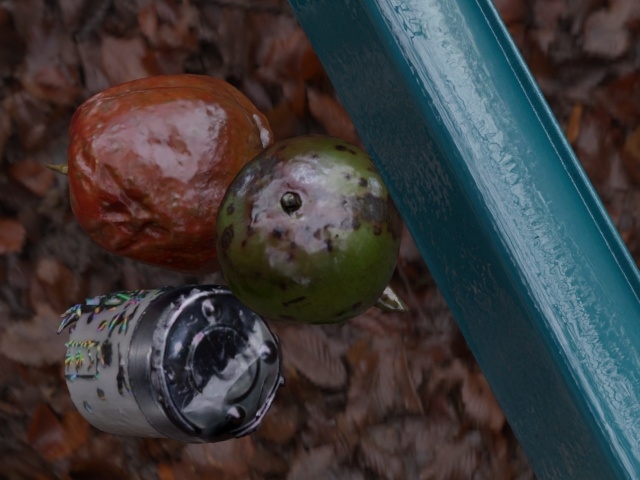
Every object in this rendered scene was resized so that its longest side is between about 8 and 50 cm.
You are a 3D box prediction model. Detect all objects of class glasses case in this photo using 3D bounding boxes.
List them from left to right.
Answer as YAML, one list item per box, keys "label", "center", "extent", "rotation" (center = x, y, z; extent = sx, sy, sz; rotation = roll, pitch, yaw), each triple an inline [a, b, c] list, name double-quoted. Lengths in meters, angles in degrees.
- label: "glasses case"
  center: [0.079, -0.017, 0.649]
  extent: [0.070, 0.117, 0.301]
  rotation: [-25, 84, -11]

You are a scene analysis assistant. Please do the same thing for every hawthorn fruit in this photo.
- label: "hawthorn fruit"
  center: [-0.177, -0.081, 1.839]
  extent: [0.262, 0.258, 0.258]
  rotation: [2, 64, -21]

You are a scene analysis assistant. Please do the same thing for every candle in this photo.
- label: "candle"
  center: [-0.206, 0.144, 1.832]
  extent: [0.330, 0.187, 0.187]
  rotation: [-4, 57, 50]

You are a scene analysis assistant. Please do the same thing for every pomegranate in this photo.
- label: "pomegranate"
  center: [0.005, -0.004, 1.131]
  extent: [0.148, 0.169, 0.148]
  rotation: [-3, 85, 34]
